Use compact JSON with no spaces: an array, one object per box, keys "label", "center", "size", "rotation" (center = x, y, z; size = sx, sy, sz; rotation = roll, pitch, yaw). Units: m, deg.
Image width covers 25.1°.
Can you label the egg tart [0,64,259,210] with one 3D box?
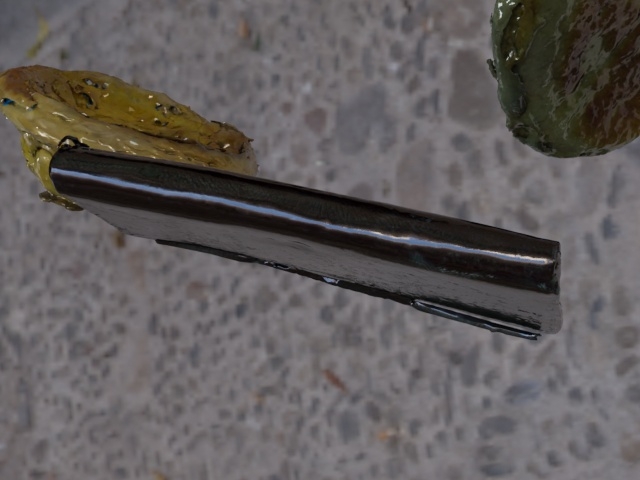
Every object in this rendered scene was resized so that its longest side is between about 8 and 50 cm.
[{"label":"egg tart","center":[-0.204,-0.088,1.419],"size":[0.291,0.291,0.107],"rotation":[31,108,44]}]

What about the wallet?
[{"label":"wallet","center":[0.000,0.000,0.920],"size":[0.318,0.172,0.045],"rotation":[13,78,13]}]

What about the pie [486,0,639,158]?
[{"label":"pie","center":[0.274,-0.205,1.331],"size":[0.067,0.302,0.302],"rotation":[44,123,37]}]
